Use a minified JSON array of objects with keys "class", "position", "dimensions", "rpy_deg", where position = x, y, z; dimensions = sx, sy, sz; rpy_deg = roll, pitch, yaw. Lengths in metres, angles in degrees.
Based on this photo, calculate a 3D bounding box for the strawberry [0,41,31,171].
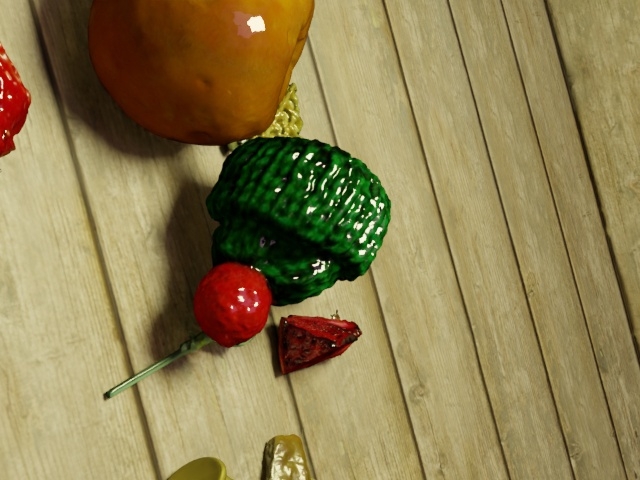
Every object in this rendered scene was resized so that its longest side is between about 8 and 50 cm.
[{"class":"strawberry","position":[-0.461,-0.178,1.061],"dimensions":[0.257,0.257,0.276],"rpy_deg":[-57,134,-46]}]

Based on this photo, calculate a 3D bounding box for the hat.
[{"class":"hat","position":[-0.065,0.021,1.463],"dimensions":[0.242,0.274,0.332],"rpy_deg":[50,61,-46]}]

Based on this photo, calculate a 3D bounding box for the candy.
[{"class":"candy","position":[-0.205,0.157,1.456],"dimensions":[0.091,0.083,0.305],"rpy_deg":[43,43,18]}]

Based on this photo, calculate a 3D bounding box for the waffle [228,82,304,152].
[{"class":"waffle","position":[-0.113,-0.238,1.712],"dimensions":[0.204,0.054,0.223],"rpy_deg":[2,75,-53]}]

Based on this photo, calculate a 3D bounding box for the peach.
[{"class":"peach","position":[-0.179,-0.316,1.441],"dimensions":[0.302,0.342,0.342],"rpy_deg":[19,52,1]}]

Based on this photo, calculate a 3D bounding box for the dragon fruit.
[{"class":"dragon fruit","position":[0.007,0.156,1.691],"dimensions":[0.192,0.122,0.092],"rpy_deg":[-7,70,-52]}]

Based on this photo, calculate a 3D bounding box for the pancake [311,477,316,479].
[{"class":"pancake","position":[-0.028,0.464,1.607],"dimensions":[0.158,0.028,0.158],"rpy_deg":[17,68,-46]}]

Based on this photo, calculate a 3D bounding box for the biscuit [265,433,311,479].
[{"class":"biscuit","position":[-0.083,0.396,1.532],"dimensions":[0.183,0.039,0.174],"rpy_deg":[4,62,-42]}]

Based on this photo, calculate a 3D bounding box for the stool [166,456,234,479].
[{"class":"stool","position":[-0.159,0.384,1.390],"dimensions":[0.134,0.135,0.110],"rpy_deg":[-32,114,-7]}]
